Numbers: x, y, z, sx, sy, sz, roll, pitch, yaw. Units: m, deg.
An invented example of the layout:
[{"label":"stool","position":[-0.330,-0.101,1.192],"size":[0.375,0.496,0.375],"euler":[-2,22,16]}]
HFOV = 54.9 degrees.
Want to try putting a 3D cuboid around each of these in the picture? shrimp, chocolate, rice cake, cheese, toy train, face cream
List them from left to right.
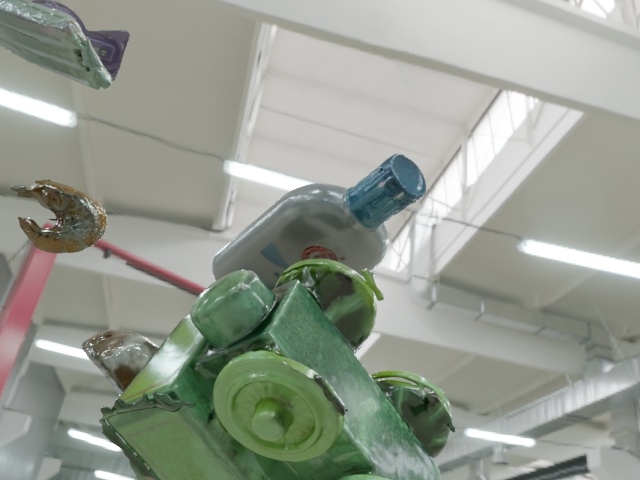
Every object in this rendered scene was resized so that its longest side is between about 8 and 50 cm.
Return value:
[{"label":"rice cake","position":[-0.381,-0.277,0.827],"size":[0.211,0.038,0.124],"euler":[24,-21,24]},{"label":"shrimp","position":[-0.488,-0.048,1.133],"size":[0.188,0.132,0.051],"euler":[28,-32,6]},{"label":"cheese","position":[-0.425,-0.337,1.034],"size":[0.191,0.042,0.105],"euler":[13,-69,-36]},{"label":"chocolate","position":[-0.162,0.194,0.701],"size":[0.253,0.080,0.157],"euler":[56,-23,-10]},{"label":"toy train","position":[-0.017,0.147,0.470],"size":[0.188,0.159,0.271],"euler":[-28,-73,28]},{"label":"face cream","position":[0.000,0.000,0.819],"size":[0.163,0.080,0.337],"euler":[34,-46,-23]}]

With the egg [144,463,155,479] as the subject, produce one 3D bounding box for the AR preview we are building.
[{"label":"egg","position":[-0.163,0.360,1.023],"size":[0.280,0.279,0.310],"euler":[3,-40,8]}]
